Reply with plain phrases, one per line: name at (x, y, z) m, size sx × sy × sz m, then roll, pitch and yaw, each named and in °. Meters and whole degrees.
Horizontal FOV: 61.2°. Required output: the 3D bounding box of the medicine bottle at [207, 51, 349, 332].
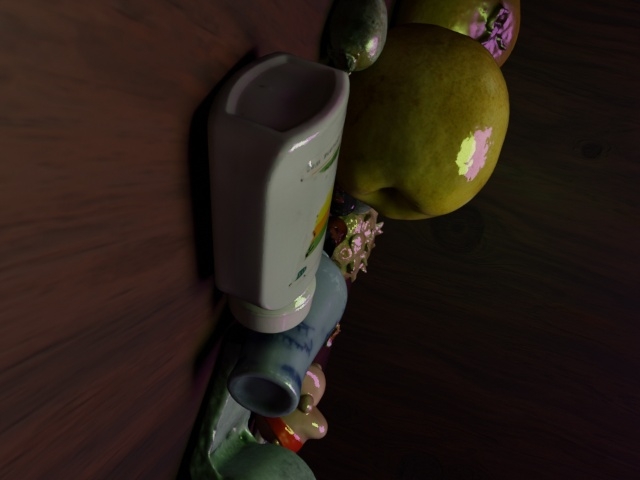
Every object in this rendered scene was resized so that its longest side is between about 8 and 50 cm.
medicine bottle at (-0.046, -0.027, 0.561) m, size 0.296 × 0.111 × 0.161 m, roll 102°, pitch 15°, yaw -46°

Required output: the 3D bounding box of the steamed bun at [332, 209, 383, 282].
steamed bun at (0.097, 0.011, 1.576) m, size 0.295 × 0.137 × 0.292 m, roll -51°, pitch 161°, yaw -74°

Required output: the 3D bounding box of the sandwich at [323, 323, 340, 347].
sandwich at (0.011, 0.151, 1.114) m, size 0.029 × 0.067 × 0.135 m, roll 42°, pitch 53°, yaw -57°

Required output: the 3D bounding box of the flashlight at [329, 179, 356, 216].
flashlight at (0.043, -0.107, 1.113) m, size 0.232 × 0.093 × 0.093 m, roll 94°, pitch 16°, yaw -74°

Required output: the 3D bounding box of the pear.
pear at (0.152, -0.192, 0.884) m, size 0.314 × 0.314 × 0.314 m, roll 18°, pitch 90°, yaw -82°

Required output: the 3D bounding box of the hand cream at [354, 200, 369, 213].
hand cream at (0.096, -0.118, 1.320) m, size 0.306 × 0.147 × 0.093 m, roll 7°, pitch 101°, yaw -88°

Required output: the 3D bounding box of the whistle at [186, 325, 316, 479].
whistle at (-0.122, 0.336, 0.783) m, size 0.168 × 0.188 × 0.404 m, roll 22°, pitch 53°, yaw -77°

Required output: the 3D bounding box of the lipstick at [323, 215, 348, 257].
lipstick at (0.000, 0.000, 1.079) m, size 0.418 × 0.077 × 0.077 m, roll -39°, pitch 147°, yaw -77°

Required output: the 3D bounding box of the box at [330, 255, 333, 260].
box at (-0.031, 0.101, 1.161) m, size 0.243 × 0.055 × 0.103 m, roll -55°, pitch 161°, yaw -63°

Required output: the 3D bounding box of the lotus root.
lotus root at (0.055, -0.307, 0.760) m, size 0.088 × 0.088 × 0.165 m, roll 82°, pitch 17°, yaw -73°

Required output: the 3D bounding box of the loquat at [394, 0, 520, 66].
loquat at (0.332, -0.556, 1.385) m, size 0.359 × 0.328 × 0.328 m, roll 36°, pitch -65°, yaw 51°

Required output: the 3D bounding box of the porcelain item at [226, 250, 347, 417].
porcelain item at (-0.041, 0.104, 0.727) m, size 0.259 × 0.141 × 0.141 m, roll -73°, pitch 176°, yaw -51°

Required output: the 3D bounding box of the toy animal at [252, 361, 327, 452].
toy animal at (-0.062, 0.354, 1.155) m, size 0.171 × 0.171 × 0.197 m, roll 61°, pitch 44°, yaw -80°

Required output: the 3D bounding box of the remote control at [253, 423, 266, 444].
remote control at (-0.140, 0.457, 1.286) m, size 0.074 × 0.032 × 0.122 m, roll -50°, pitch 156°, yaw -69°
